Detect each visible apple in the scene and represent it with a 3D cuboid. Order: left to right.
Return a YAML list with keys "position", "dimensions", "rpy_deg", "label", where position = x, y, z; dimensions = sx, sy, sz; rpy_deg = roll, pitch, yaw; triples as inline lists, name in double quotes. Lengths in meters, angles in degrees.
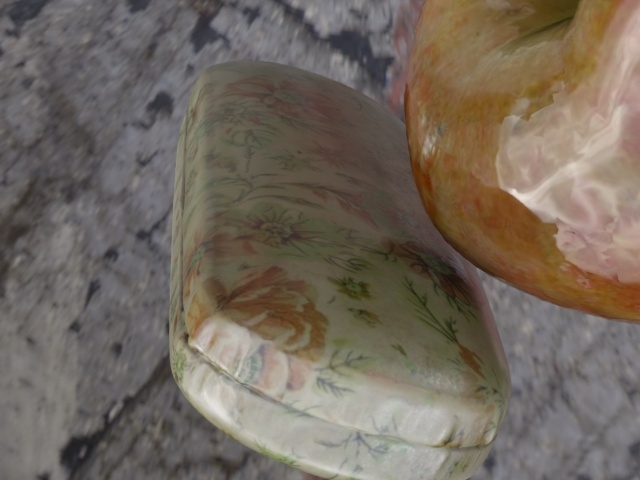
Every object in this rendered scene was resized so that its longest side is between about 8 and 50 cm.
- position: [0.200, -0.094, 0.828]
  dimensions: [0.301, 0.301, 0.302]
  rpy_deg: [0, 104, 1]
  label: "apple"

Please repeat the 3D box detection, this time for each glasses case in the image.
- position: [0.000, 0.000, 0.922]
  dimensions: [0.156, 0.425, 0.098]
  rpy_deg: [17, 110, -10]
  label: "glasses case"
